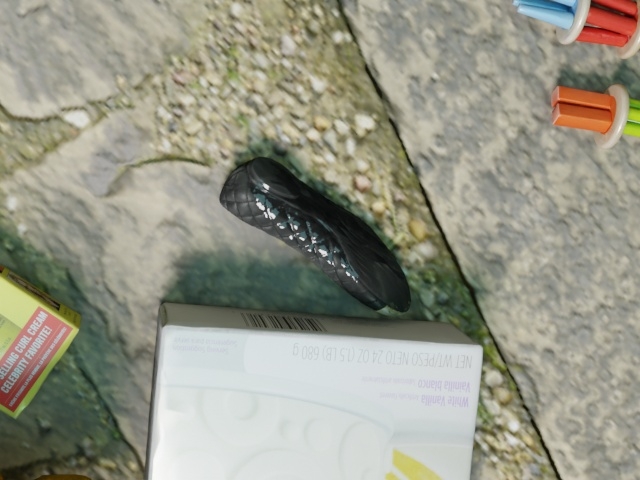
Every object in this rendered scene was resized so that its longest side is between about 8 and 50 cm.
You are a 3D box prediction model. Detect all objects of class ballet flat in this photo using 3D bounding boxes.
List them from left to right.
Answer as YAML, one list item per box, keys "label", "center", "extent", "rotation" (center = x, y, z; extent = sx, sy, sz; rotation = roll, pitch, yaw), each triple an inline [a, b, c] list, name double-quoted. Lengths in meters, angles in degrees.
- label: "ballet flat"
  center: [0.000, 0.000, 0.968]
  extent: [0.173, 0.057, 0.049]
  rotation: [40, 130, -11]

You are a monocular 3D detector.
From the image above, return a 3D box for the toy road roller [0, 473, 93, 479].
- label: "toy road roller"
  center: [-0.270, 0.224, 0.760]
  extent: [0.241, 0.329, 0.202]
  rotation: [-3, 92, 10]

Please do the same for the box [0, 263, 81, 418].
- label: "box"
  center: [-0.292, 0.029, 0.910]
  extent: [0.232, 0.058, 0.087]
  rotation: [36, 89, -12]

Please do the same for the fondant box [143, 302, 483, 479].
- label: "fondant box"
  center: [-0.017, 0.222, 0.961]
  extent: [0.238, 0.096, 0.330]
  rotation: [4, 97, -10]

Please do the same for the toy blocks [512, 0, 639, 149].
- label: "toy blocks"
  center: [0.213, -0.135, 0.975]
  extent: [0.148, 0.054, 0.123]
  rotation: [12, 94, -11]
